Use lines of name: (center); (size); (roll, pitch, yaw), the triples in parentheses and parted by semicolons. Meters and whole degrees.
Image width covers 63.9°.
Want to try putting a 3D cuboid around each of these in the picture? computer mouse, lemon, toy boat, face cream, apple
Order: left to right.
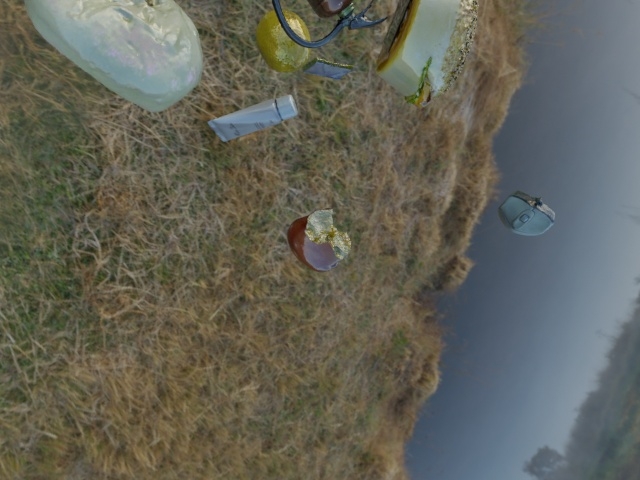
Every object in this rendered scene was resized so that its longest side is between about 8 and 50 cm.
face cream: (-0.241, -0.447, 1.871); (0.314, 0.089, 0.143); (-15, 159, 10)
lemon: (-0.138, -0.745, 1.920); (0.204, 0.260, 0.204); (-22, 166, -6)
apple: (-0.004, 0.006, 1.376); (0.158, 0.147, 0.156); (66, 21, 4)
toy boat: (0.020, -0.414, 1.239); (0.115, 0.063, 0.016); (-1, 83, -37)
computer mouse: (0.465, -0.053, 1.183); (0.068, 0.113, 0.229); (-56, 168, 2)

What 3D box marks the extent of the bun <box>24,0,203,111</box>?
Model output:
bun: (-0.398, -0.435, 1.060); (0.213, 0.361, 0.361); (-48, 140, 10)

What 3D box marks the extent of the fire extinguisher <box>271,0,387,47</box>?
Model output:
fire extinguisher: (-0.040, -0.564, 1.076); (0.200, 0.113, 0.376); (-36, 109, 16)

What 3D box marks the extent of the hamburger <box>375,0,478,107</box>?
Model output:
hamburger: (0.248, -0.459, 1.166); (0.179, 0.276, 0.294); (17, 117, -10)
